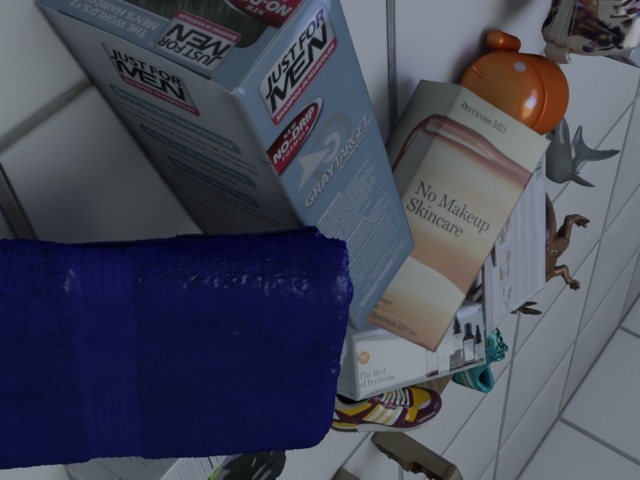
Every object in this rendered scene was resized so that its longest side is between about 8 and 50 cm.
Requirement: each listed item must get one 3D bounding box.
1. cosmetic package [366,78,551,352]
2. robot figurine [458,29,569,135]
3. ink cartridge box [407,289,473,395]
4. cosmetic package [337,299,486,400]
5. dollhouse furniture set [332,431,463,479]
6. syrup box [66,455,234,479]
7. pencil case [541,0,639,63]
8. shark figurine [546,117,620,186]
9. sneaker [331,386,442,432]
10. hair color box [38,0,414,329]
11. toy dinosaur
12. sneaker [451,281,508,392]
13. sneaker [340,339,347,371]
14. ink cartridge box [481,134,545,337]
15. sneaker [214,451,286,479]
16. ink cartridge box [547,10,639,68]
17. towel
[{"bbox_3d":[0.134,-0.033,1.083,0.153,0.129,0.296,25,94,-20],"label":"cosmetic package"},{"bbox_3d":[0.275,-0.203,1.242,0.219,0.128,0.158,-14,131,-55],"label":"robot figurine"},{"bbox_3d":[0.174,0.164,1.452,0.193,0.088,0.235,-54,151,-18],"label":"ink cartridge box"},{"bbox_3d":[0.133,0.156,1.277,0.239,0.060,0.099,-10,98,-30],"label":"cosmetic package"},{"bbox_3d":[0.123,0.479,1.574,0.242,0.161,0.212,-55,152,-14],"label":"dollhouse furniture set"},{"bbox_3d":[-0.143,0.196,0.924,0.237,0.093,0.096,-47,150,-27],"label":"syrup box"},{"bbox_3d":[0.373,-0.434,1.120,0.183,0.160,0.410,-19,130,-16],"label":"pencil case"},{"bbox_3d":[0.499,-0.141,1.714,0.278,0.116,0.166,2,115,-58],"label":"shark figurine"},{"bbox_3d":[0.098,0.244,1.326,0.185,0.070,0.084,-7,133,-9],"label":"sneaker"},{"bbox_3d":[-0.050,-0.079,0.728,0.114,0.185,0.374,-55,152,-16],"label":"hair color box"},{"bbox_3d":[0.436,0.040,1.768,0.200,0.127,0.296,-27,131,-39],"label":"toy dinosaur"},{"bbox_3d":[0.318,0.185,1.700,0.107,0.110,0.275,-37,143,-39],"label":"sneaker"},{"bbox_3d":[-0.028,0.164,1.098,0.091,0.094,0.258,-29,135,-33],"label":"sneaker"},{"bbox_3d":[0.287,-0.028,1.397,0.261,0.066,0.296,-25,116,-51],"label":"ink cartridge box"},{"bbox_3d":[-0.158,0.302,1.013,0.286,0.109,0.130,-53,143,-32],"label":"sneaker"},{"bbox_3d":[0.452,-0.335,1.403,0.109,0.150,0.063,-1,116,-60],"label":"ink cartridge box"},{"bbox_3d":[-0.138,0.081,0.665,0.308,0.076,0.228,0,132,-9],"label":"towel"}]
